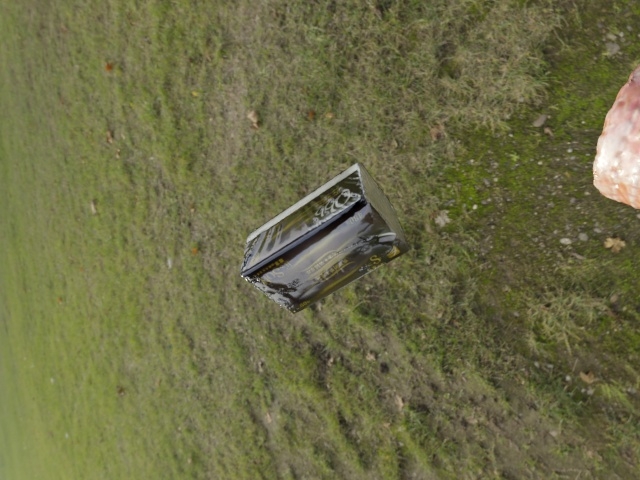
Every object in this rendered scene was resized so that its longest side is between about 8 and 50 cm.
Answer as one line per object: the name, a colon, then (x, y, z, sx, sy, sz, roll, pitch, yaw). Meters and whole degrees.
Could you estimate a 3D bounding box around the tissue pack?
tissue pack: (0.000, 0.000, 1.048, 0.370, 0.210, 0.198, -32, 38, 21)

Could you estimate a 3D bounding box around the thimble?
thimble: (0.553, -0.155, 0.648, 0.162, 0.239, 0.239, 32, 120, 45)
